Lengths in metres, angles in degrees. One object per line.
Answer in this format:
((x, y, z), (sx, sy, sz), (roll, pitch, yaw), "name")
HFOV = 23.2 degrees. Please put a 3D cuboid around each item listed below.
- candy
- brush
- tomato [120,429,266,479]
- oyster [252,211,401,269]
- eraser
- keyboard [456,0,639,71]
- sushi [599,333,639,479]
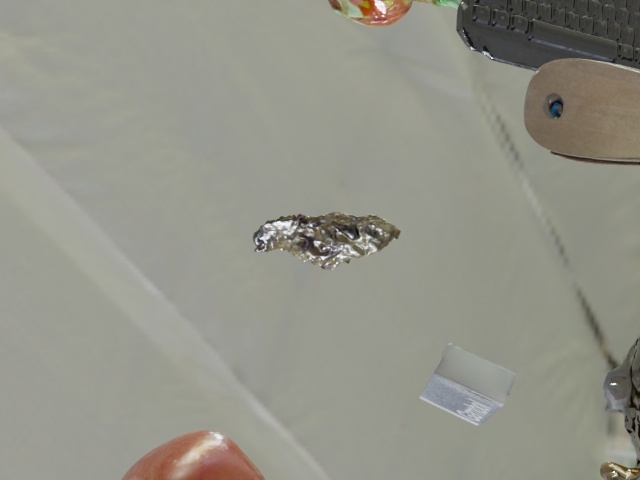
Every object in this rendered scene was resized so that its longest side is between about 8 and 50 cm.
((0.125, -0.211, 1.359), (0.078, 0.288, 0.084), (-50, -36, -29), "candy")
((0.240, -0.045, 0.729), (0.065, 0.327, 0.070), (-3, -77, -46), "brush")
((-0.121, 0.278, 1.588), (0.151, 0.187, 0.187), (-64, -34, -52), "tomato")
((0.008, -0.002, 1.866), (0.105, 0.177, 0.056), (86, 179, -65), "oyster")
((0.177, 0.179, 1.913), (0.212, 0.092, 0.046), (99, -164, -77), "eraser")
((0.197, -0.144, 0.985), (0.262, 0.016, 0.106), (10, -100, -30), "keyboard")
((0.221, 0.174, 0.689), (0.207, 0.234, 0.348), (-4, -98, -80), "sushi")
